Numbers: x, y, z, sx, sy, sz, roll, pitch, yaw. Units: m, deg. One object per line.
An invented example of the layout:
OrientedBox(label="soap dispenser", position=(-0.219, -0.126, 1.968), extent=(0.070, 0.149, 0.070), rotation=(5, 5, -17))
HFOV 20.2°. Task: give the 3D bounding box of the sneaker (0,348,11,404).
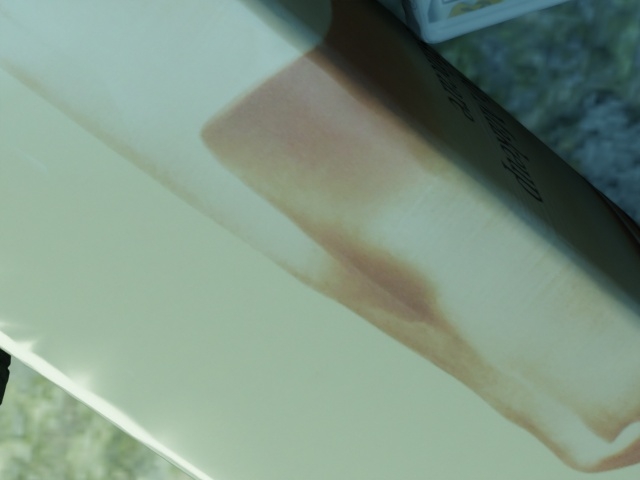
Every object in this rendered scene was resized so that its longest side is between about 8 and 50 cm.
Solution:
OrientedBox(label="sneaker", position=(-0.219, -0.038, 0.545), extent=(0.121, 0.111, 0.300), rotation=(-25, 114, 9))

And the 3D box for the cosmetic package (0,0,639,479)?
OrientedBox(label="cosmetic package", position=(0.000, 0.000, 0.567), extent=(0.296, 0.153, 0.129), rotation=(38, 104, -23))

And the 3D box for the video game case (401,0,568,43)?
OrientedBox(label="video game case", position=(0.114, -0.188, 0.543), extent=(0.227, 0.026, 0.206), rotation=(-18, 117, -9))
